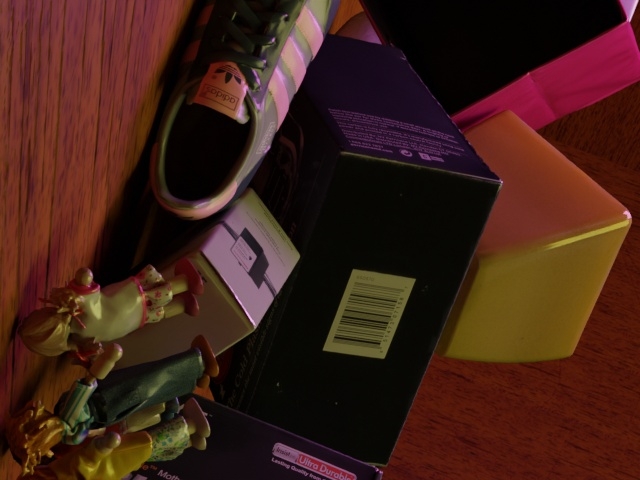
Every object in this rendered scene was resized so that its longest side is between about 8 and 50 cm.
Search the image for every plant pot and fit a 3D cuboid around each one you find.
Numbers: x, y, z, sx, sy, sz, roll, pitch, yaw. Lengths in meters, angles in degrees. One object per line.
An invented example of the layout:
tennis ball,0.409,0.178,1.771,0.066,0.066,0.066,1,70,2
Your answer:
plant pot,0.175,0.012,1.925,0.187,0.212,0.212,-15,137,-38

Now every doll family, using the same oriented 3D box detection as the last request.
doll family,-0.163,0.133,1.324,0.163,0.118,0.263,-19,149,-24

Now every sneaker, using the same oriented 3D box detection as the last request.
sneaker,-0.059,-0.159,1.481,0.131,0.112,0.319,-67,176,-74

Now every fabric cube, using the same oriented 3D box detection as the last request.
fabric cube,0.207,-0.271,2.058,0.259,0.254,0.258,-28,167,10

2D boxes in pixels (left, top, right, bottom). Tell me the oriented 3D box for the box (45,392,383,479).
box,-0.125,0.283,1.598,0.073,0.295,0.293,110,4,-52

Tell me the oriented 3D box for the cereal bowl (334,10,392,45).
cereal bowl,0.031,-0.180,2.492,0.339,0.141,0.339,21,90,-87

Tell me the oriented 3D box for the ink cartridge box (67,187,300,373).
ink cartridge box,-0.116,0.050,1.545,0.153,0.087,0.208,-34,-172,18

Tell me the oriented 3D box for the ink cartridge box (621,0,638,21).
ink cartridge box,0.273,-0.486,2.286,0.166,0.394,0.285,-60,170,-71

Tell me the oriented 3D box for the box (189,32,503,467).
box,0.000,0.000,1.807,0.312,0.179,0.343,-119,-137,-56
